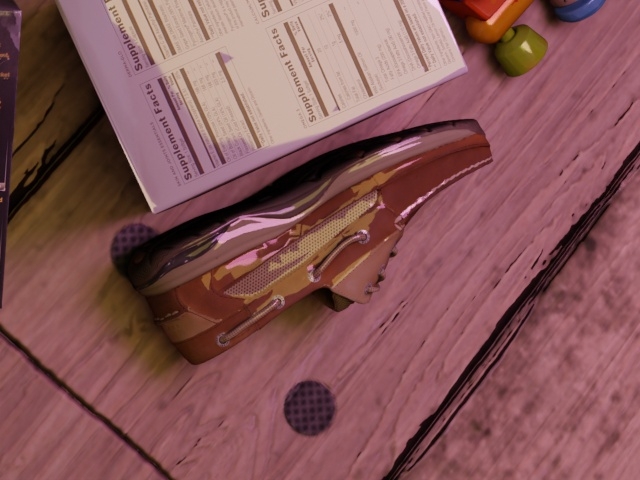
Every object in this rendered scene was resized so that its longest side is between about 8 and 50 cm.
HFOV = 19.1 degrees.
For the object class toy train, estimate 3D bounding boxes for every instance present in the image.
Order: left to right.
[{"bbox_3d":[0.145,-0.199,1.688,0.248,0.105,0.143,-49,119,-14],"label":"toy train"}]

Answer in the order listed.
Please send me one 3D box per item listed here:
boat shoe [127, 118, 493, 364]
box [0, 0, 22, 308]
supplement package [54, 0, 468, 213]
[{"bbox_3d":[0.000,0.000,1.597,0.324,0.122,0.120,-26,99,-14],"label":"boat shoe"},{"bbox_3d":[-0.385,-0.068,1.413,0.307,0.076,0.242,-1,111,-21],"label":"box"},{"bbox_3d":[-0.053,-0.163,1.506,0.262,0.199,0.198,-24,94,-3],"label":"supplement package"}]
